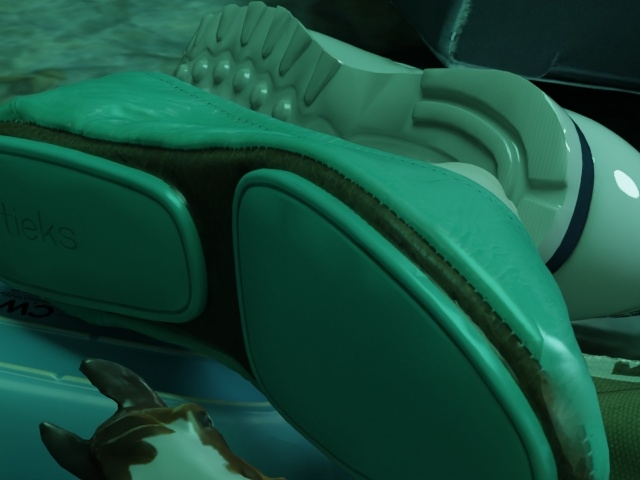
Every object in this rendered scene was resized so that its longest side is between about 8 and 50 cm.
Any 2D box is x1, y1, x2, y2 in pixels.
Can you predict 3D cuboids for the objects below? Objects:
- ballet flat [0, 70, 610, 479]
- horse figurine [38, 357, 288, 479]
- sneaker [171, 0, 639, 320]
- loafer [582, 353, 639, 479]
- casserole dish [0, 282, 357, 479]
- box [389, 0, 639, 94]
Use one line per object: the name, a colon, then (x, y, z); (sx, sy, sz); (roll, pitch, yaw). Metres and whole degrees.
ballet flat: (0.000, 0.000, 0.524); (0.087, 0.083, 0.247); (-24, 30, -35)
horse figurine: (0.087, 0.100, 0.389); (0.263, 0.066, 0.174); (14, 9, -44)
sneaker: (0.026, -0.019, 0.675); (0.095, 0.090, 0.235); (15, 6, -39)
loafer: (0.140, 0.056, 0.507); (0.251, 0.087, 0.094); (8, 28, 14)
casserole dish: (-0.060, 0.035, 0.601); (0.188, 0.037, 0.114); (9, 28, 17)
box: (0.147, -0.215, 0.834); (0.294, 0.212, 0.395); (7, 25, -21)
